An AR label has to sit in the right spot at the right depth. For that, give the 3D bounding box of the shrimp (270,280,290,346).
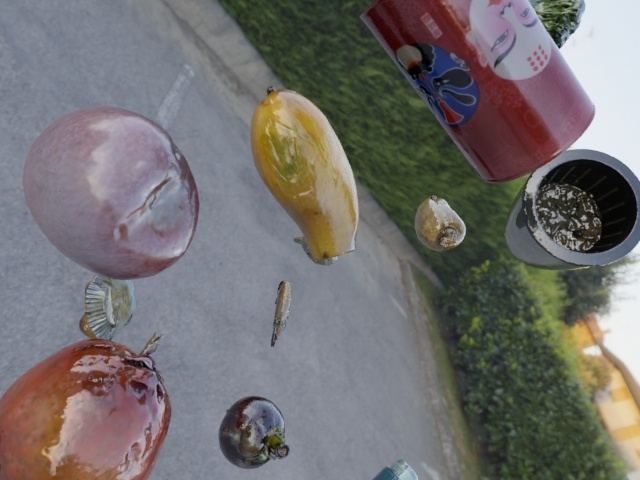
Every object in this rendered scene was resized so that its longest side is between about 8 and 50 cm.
[{"bbox_3d":[-0.152,0.288,1.984,0.117,0.066,0.262,140,-38,-76],"label":"shrimp"}]

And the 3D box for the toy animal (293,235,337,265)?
[{"bbox_3d":[0.000,0.000,1.164,0.137,0.098,0.098,30,-19,52],"label":"toy animal"}]

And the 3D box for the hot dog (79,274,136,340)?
[{"bbox_3d":[-0.516,0.148,1.228,0.270,0.081,0.163,-137,-138,-82],"label":"hot dog"}]

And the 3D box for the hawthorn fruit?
[{"bbox_3d":[-0.373,0.279,0.857,0.276,0.307,0.276,34,-4,3],"label":"hawthorn fruit"}]

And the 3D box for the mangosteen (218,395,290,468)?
[{"bbox_3d":[-0.196,0.635,1.626,0.231,0.289,0.232,-16,113,-42],"label":"mangosteen"}]

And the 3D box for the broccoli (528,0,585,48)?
[{"bbox_3d":[0.395,-0.470,0.989,0.274,0.199,0.177,16,11,-35],"label":"broccoli"}]

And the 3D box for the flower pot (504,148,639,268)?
[{"bbox_3d":[0.643,-0.051,1.364,0.330,0.293,0.294,76,-6,-78],"label":"flower pot"}]

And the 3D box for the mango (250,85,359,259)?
[{"bbox_3d":[-0.018,-0.116,0.947,0.359,0.144,0.187,61,39,-35],"label":"mango"}]

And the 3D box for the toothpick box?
[{"bbox_3d":[0.240,-0.277,0.774,0.333,0.204,0.204,47,22,-16],"label":"toothpick box"}]

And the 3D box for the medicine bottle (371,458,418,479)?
[{"bbox_3d":[0.096,0.577,1.103,0.124,0.258,0.079,58,-21,-2],"label":"medicine bottle"}]

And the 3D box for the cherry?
[{"bbox_3d":[-0.288,-0.062,0.677,0.239,0.239,0.206,52,46,-39],"label":"cherry"}]

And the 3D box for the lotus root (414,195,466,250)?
[{"bbox_3d":[0.389,-0.051,1.651,0.257,0.154,0.140,-91,-171,-55],"label":"lotus root"}]
